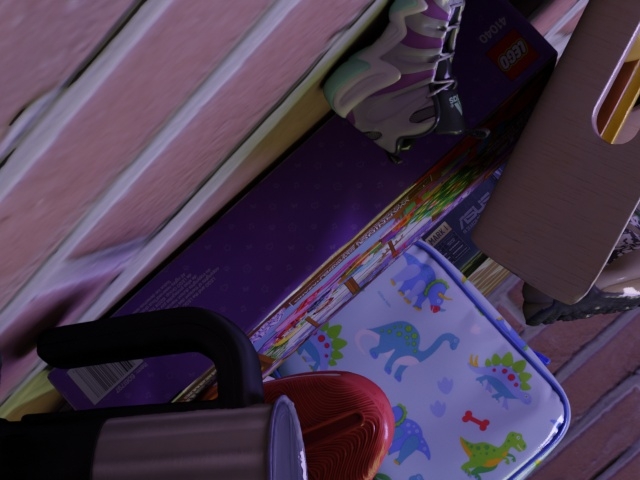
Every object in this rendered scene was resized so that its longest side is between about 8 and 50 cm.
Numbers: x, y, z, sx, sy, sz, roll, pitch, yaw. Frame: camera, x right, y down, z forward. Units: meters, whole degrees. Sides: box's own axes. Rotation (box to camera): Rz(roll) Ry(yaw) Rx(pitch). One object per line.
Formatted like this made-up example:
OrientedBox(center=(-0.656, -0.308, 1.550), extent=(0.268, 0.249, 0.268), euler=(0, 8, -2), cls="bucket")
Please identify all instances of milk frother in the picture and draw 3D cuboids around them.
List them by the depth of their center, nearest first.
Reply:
OrientedBox(center=(-0.084, 0.094, 0.633), extent=(0.135, 0.129, 0.143), euler=(-6, -176, 9), cls="milk frother")

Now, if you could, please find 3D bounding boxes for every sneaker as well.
OrientedBox(center=(0.054, -0.074, 0.675), extent=(0.098, 0.069, 0.038), euler=(-48, 170, 34), cls="sneaker")
OrientedBox(center=(-0.032, 0.109, 0.833), extent=(0.221, 0.087, 0.128), euler=(-31, -174, 33), cls="sneaker")
OrientedBox(center=(0.254, -0.051, 1.380), extent=(0.158, 0.182, 0.410), euler=(-16, -167, 26), cls="sneaker")

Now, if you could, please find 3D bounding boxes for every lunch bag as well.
OrientedBox(center=(0.078, 0.115, 1.211), extent=(0.176, 0.219, 0.090), euler=(-42, 172, -9), cls="lunch bag")

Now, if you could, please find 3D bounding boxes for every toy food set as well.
OrientedBox(center=(0.181, -0.091, 0.806), extent=(0.219, 0.092, 0.306), euler=(-65, 171, 12), cls="toy food set")

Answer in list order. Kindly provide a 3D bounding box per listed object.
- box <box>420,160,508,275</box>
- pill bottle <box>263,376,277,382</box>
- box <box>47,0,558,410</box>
OrientedBox(center=(0.096, 0.023, 1.367), extent=(0.232, 0.059, 0.183), euler=(-45, 173, 16), cls="box")
OrientedBox(center=(-0.049, 0.215, 0.977), extent=(0.162, 0.162, 0.278), euler=(-45, -154, 17), cls="pill bottle")
OrientedBox(center=(0.000, 0.000, 0.838), extent=(0.293, 0.057, 0.201), euler=(-42, 172, -1), cls="box")
